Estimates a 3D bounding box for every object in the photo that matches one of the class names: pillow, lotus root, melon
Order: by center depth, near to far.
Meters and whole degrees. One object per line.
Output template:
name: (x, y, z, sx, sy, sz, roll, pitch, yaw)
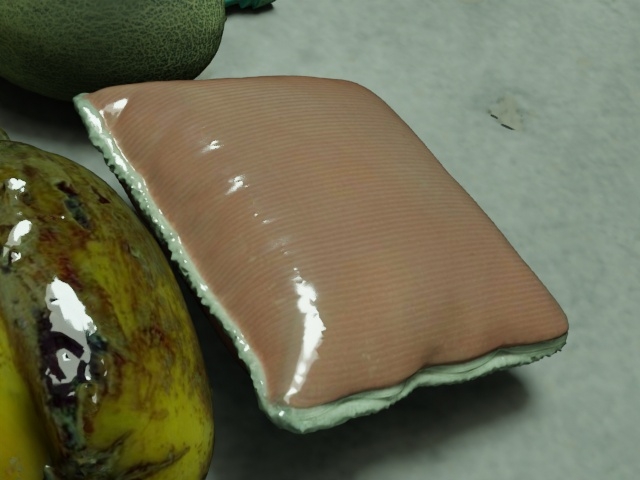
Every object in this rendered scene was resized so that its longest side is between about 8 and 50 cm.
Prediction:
lotus root: (-0.107, 0.035, 0.456, 0.120, 0.120, 0.210, -11, 55, -27)
pillow: (0.000, 0.000, 0.546, 0.171, 0.075, 0.179, -9, 50, -41)
melon: (-0.108, -0.112, 0.599, 0.130, 0.098, 0.098, 8, 48, -13)

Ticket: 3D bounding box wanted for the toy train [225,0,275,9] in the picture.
toy train: (-0.064, -0.137, 0.685, 0.092, 0.029, 0.045, -26, 78, -31)
